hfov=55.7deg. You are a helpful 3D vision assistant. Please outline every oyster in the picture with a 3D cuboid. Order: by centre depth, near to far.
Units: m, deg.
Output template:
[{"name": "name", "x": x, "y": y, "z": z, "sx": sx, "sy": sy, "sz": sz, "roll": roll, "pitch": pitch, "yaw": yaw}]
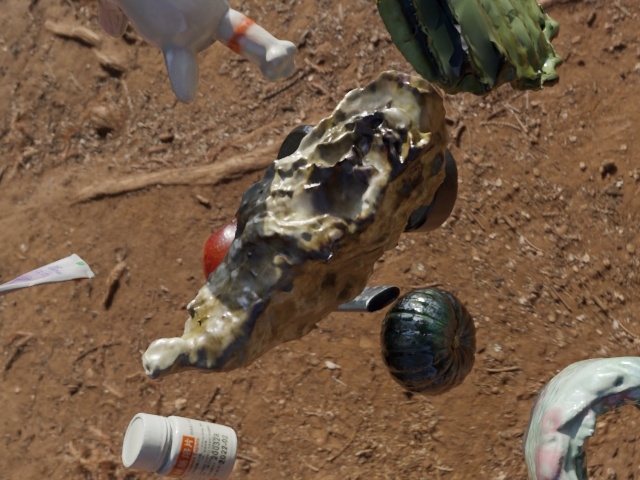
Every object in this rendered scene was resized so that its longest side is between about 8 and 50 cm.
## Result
[{"name": "oyster", "x": 0.006, "y": 0.020, "z": 0.642, "sx": 0.396, "sy": 0.204, "sz": 0.111, "roll": -48, "pitch": 45, "yaw": 8}]

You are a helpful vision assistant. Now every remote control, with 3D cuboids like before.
[{"name": "remote control", "x": 0.051, "y": 0.150, "z": 1.539, "sx": 0.377, "sy": 0.107, "sz": 0.044, "roll": -11, "pitch": 108, "yaw": 60}]

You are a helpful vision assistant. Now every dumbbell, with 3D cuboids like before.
[{"name": "dumbbell", "x": 0.090, "y": -0.113, "z": 1.185, "sx": 0.203, "sy": 0.322, "sz": 0.204, "roll": 5, "pitch": 96, "yaw": 58}]

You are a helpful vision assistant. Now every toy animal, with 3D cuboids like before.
[{"name": "toy animal", "x": -0.160, "y": -0.251, "z": 0.613, "sx": 0.140, "sy": 0.282, "sz": 0.138, "roll": -43, "pitch": 20, "yaw": 0}]

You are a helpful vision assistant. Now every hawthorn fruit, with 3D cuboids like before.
[{"name": "hawthorn fruit", "x": -0.140, "y": 0.064, "z": 1.249, "sx": 0.189, "sy": 0.189, "sz": 0.251, "roll": -23, "pitch": 73, "yaw": 23}]

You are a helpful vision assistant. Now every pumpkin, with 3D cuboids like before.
[{"name": "pumpkin", "x": 0.221, "y": 0.205, "z": 1.235, "sx": 0.162, "sy": 0.220, "sz": 0.220, "roll": -8, "pitch": 73, "yaw": 50}]

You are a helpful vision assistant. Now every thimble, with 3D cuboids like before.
[{"name": "thimble", "x": 0.301, "y": 0.215, "z": 0.571, "sx": 0.211, "sy": 0.149, "sz": 0.185, "roll": 41, "pitch": 88, "yaw": 15}]

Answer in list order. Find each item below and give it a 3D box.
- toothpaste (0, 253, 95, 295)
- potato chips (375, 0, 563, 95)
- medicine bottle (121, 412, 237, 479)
[{"name": "toothpaste", "x": -0.548, "y": 0.088, "z": 1.058, "sx": 0.075, "sy": 0.301, "sz": 0.048, "roll": 7, "pitch": 111, "yaw": 42}, {"name": "potato chips", "x": 0.162, "y": -0.366, "z": 0.769, "sx": 0.070, "sy": 0.358, "sz": 0.429, "roll": -30, "pitch": 90, "yaw": 45}, {"name": "medicine bottle", "x": -0.340, "y": 0.504, "z": 1.476, "sx": 0.144, "sy": 0.252, "sz": 0.144, "roll": -40, "pitch": 38, "yaw": 40}]
